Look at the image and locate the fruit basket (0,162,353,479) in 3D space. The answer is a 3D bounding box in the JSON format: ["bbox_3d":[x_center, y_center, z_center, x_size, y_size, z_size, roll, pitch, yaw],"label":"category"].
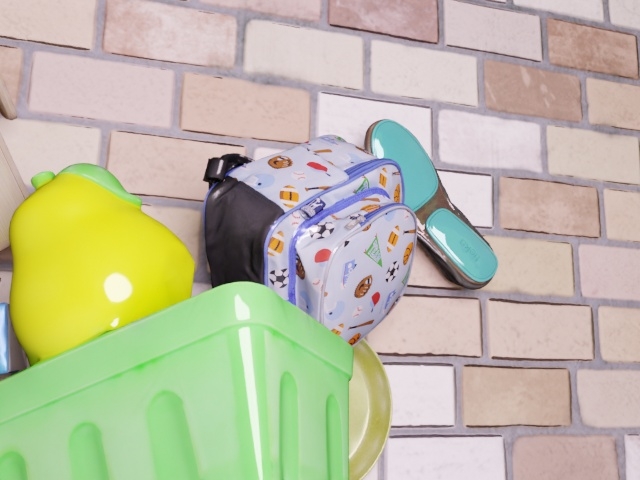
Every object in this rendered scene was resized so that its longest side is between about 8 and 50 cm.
[{"bbox_3d":[-0.177,0.120,0.633,0.391,0.283,0.393,-11,62,22],"label":"fruit basket"}]

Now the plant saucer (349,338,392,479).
[{"bbox_3d":[-0.021,0.221,0.858,0.240,0.037,0.241,3,79,-15],"label":"plant saucer"}]

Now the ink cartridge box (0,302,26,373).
[{"bbox_3d":[-0.453,0.118,0.698,0.230,0.134,0.078,-3,81,-18],"label":"ink cartridge box"}]

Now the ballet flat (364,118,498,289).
[{"bbox_3d":[0.143,-0.042,0.927,0.095,0.096,0.281,-35,92,-15],"label":"ballet flat"}]

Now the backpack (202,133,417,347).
[{"bbox_3d":[0.000,0.000,0.785,0.213,0.277,0.263,28,45,21],"label":"backpack"}]

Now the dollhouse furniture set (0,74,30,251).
[{"bbox_3d":[-0.441,-0.099,0.722,0.242,0.161,0.212,31,53,33],"label":"dollhouse furniture set"}]
